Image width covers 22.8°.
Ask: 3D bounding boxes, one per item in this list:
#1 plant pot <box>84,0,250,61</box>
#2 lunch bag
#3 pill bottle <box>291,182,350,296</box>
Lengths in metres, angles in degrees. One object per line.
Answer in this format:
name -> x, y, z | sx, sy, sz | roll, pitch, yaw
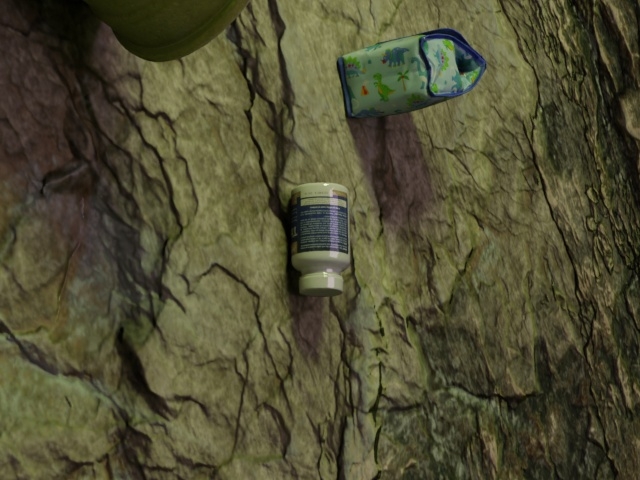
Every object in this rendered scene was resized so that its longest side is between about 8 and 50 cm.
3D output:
plant pot -> -0.202, -0.334, 1.418 | 0.254, 0.276, 0.276 | 22, 63, -40
lunch bag -> 0.116, -0.204, 1.945 | 0.151, 0.129, 0.096 | -8, 89, -56
pill bottle -> 0.000, 0.000, 1.777 | 0.067, 0.067, 0.120 | 18, 67, -53
